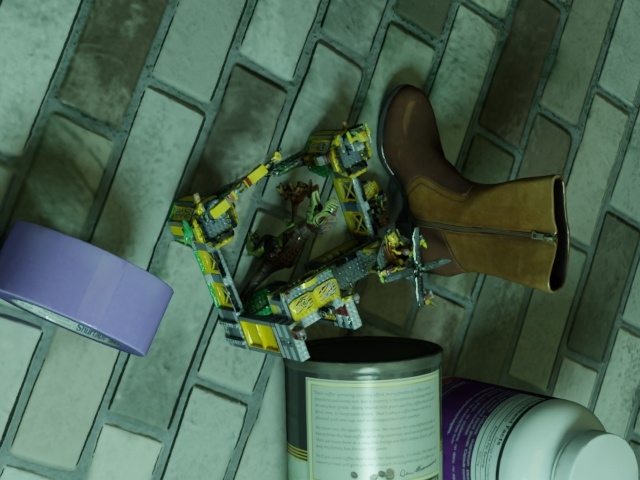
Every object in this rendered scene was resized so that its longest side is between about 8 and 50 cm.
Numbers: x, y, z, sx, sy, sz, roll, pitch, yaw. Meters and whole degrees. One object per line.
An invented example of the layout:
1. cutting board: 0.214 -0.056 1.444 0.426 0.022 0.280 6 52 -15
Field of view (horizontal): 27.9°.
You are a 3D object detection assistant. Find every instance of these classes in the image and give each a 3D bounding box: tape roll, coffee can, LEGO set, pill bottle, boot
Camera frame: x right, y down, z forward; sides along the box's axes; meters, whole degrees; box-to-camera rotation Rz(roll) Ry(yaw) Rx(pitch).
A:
1. tape roll: -0.261 0.054 1.399 0.189 0.189 0.080 31 75 -32
2. coffee can: 0.056 0.271 1.627 0.202 0.201 0.275 -4 95 -35
3. LEGO set: 0.000 0.000 1.576 0.331 0.192 0.255 -20 104 -33
4. pill bottle: 0.253 0.286 1.693 0.181 0.323 0.181 -3 95 -35
5. boot: 0.193 -0.073 1.654 0.096 0.280 0.264 -5 96 -35
